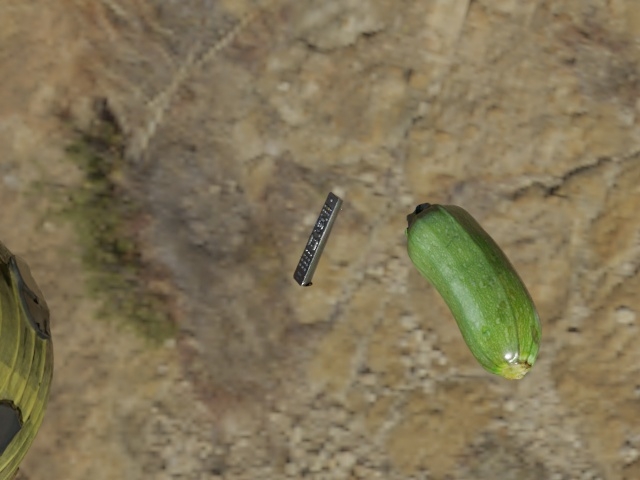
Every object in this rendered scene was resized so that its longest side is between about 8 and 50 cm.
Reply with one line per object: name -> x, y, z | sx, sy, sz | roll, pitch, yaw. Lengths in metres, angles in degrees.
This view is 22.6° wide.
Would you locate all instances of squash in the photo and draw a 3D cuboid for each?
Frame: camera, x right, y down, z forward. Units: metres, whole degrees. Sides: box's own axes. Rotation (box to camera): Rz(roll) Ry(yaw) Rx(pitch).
squash -> 0.134, 0.036, 1.409 | 0.219, 0.068, 0.077 | 57, 132, 47

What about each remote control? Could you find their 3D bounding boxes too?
remote control -> 0.000, 0.000, 1.505 | 0.091, 0.016, 0.034 | -67, 20, 9

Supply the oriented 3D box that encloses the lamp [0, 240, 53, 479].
lamp -> -0.293, 0.066, 1.016 | 0.284, 0.250, 0.250 | 110, 145, -62
